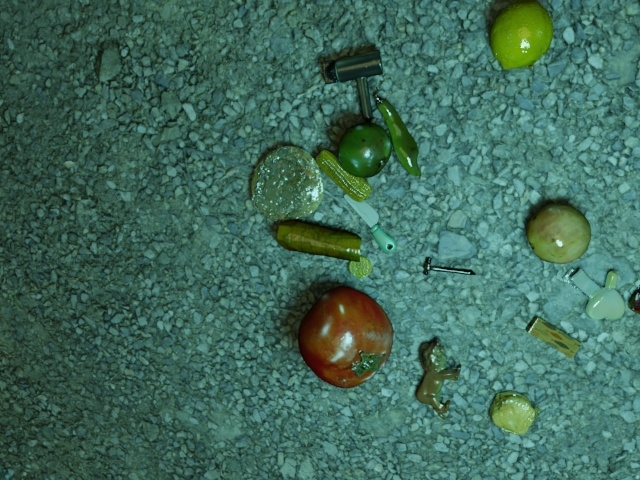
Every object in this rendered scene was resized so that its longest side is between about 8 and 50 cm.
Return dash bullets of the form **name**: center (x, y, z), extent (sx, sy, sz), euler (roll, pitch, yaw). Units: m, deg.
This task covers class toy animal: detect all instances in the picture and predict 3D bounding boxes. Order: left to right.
- **toy animal**: center (0.410, 0.500, 1.713), extent (0.158, 0.097, 0.311), euler (18, 107, 20)

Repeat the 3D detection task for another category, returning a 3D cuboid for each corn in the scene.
- **corn**: center (0.076, -0.221, 1.631), extent (0.231, 0.080, 0.080), euler (41, 106, 0)

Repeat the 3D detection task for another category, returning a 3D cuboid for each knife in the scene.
- **knife**: center (0.180, -0.069, 1.668), extent (0.063, 0.034, 0.260), euler (-37, 89, 12)

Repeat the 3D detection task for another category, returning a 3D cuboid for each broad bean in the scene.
- **broad bean**: center (0.253, -0.354, 1.572), extent (0.067, 0.075, 0.324), euler (-23, 101, 44)

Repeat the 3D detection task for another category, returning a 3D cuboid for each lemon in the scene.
- **lemon**: center (0.589, -0.608, 1.402), extent (0.174, 0.173, 0.206), euler (1, 93, 11)

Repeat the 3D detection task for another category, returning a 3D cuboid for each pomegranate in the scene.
- **pomegranate**: center (0.123, -0.310, 1.567), extent (0.225, 0.187, 0.186), euler (36, 108, 31)
- **pomegranate**: center (0.743, -0.022, 1.485), extent (0.192, 0.191, 0.191), euler (2, 102, 11)

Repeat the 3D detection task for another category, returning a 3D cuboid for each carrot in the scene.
- **carrot**: center (0.000, 0.000, 1.675), extent (0.302, 0.114, 0.113), euler (11, 103, 7)

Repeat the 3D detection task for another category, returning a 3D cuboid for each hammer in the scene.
- **hammer**: center (0.448, 0.099, 1.651), extent (0.179, 0.021, 0.065), euler (7, 102, 9)

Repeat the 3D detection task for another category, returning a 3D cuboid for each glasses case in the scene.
- **glasses case**: center (0.789, 0.327, 1.618), extent (0.170, 0.041, 0.064), euler (31, 94, 4)

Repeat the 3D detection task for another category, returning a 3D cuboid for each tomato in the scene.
- **tomato**: center (0.088, 0.322, 1.614), extent (0.292, 0.325, 0.289), euler (-60, 41, 19)

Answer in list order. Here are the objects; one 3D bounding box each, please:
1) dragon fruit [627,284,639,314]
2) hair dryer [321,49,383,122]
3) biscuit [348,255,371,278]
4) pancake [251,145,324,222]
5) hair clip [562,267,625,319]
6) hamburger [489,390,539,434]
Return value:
- **dragon fruit**: center (1.085, 0.140, 1.411), extent (0.303, 0.330, 0.240), euler (-27, 73, 17)
- **hair dryer**: center (0.119, -0.483, 1.580), extent (0.196, 0.078, 0.248), euler (-7, 105, 14)
- **biscuit**: center (0.143, 0.095, 1.710), extent (0.084, 0.023, 0.083), euler (2, 103, 10)
- **pancake**: center (-0.121, -0.198, 1.690), extent (0.283, 0.049, 0.282), euler (3, 103, 11)
- **hair clip**: center (0.908, 0.169, 1.553), extent (0.219, 0.071, 0.159), euler (40, 104, -3)
- **hamburger**: center (0.679, 0.602, 1.675), extent (0.147, 0.083, 0.137), euler (22, 108, 8)
